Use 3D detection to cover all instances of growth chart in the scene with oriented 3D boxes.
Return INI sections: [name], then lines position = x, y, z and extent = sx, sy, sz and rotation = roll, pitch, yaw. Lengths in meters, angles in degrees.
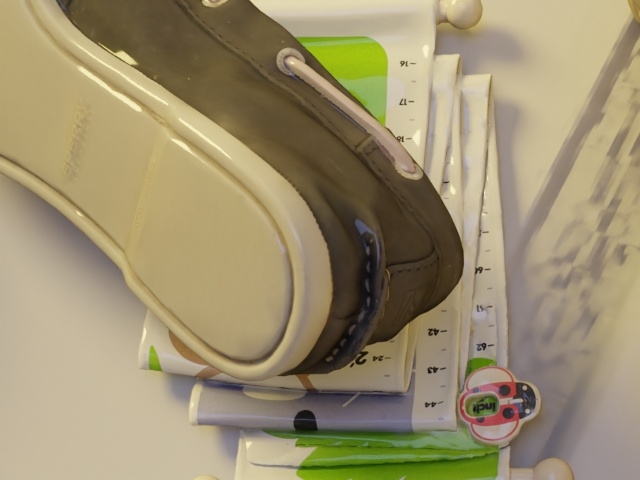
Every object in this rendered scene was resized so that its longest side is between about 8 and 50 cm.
[growth chart]
position = 0.000, 0.000, 0.764
extent = 0.172, 0.021, 0.237
rotation = -9, 68, 7

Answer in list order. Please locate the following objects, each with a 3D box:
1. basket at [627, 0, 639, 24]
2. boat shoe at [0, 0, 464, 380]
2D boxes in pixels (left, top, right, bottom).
[basket]
position = 0.247, -0.065, 0.591
extent = 0.266, 0.331, 0.328
rotation = -18, 68, 9
[boat shoe]
position = -0.077, -0.066, 0.755
extent = 0.335, 0.095, 0.112
rotation = 45, 126, 31
